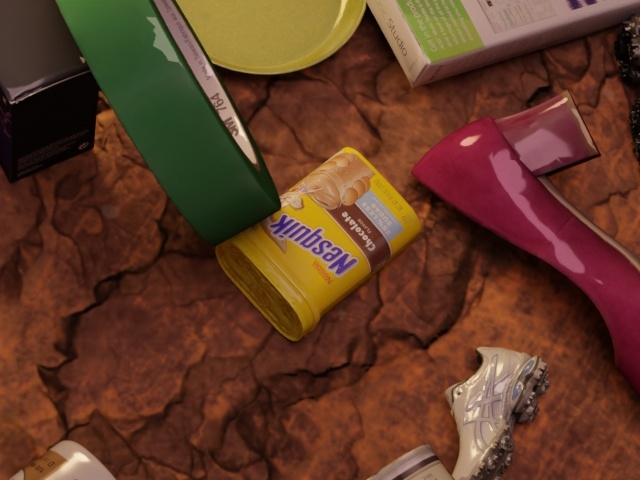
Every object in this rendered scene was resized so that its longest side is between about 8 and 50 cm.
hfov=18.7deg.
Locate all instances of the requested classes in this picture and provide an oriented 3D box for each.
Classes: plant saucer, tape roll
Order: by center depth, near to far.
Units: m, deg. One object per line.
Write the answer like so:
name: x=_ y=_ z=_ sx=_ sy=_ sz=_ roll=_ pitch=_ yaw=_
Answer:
tape roll: x=-0.146 y=-0.151 z=1.809 sx=0.077 sy=0.321 sz=0.321 roll=-29 pitch=74 yaw=4
plant saucer: x=-0.070 y=-0.273 z=2.035 sx=0.241 sy=0.037 sz=0.241 roll=5 pitch=66 yaw=-10

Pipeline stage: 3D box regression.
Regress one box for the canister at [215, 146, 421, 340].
canister: x=0.000 y=0.000 z=1.913 sx=0.170 sy=0.073 sz=0.126 roll=-38 pitch=78 yaw=-24

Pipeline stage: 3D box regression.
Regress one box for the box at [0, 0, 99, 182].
box: x=-0.315 y=-0.216 z=1.881 sx=0.103 sy=0.184 sz=0.261 roll=-25 pitch=73 yaw=-20

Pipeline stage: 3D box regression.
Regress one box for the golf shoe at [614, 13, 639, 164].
golf shoe: x=0.372 y=-0.150 z=2.049 sx=0.094 sy=0.077 sz=0.198 roll=0 pitch=68 yaw=-12

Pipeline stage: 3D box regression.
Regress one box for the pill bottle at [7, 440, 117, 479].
pill bottle: x=-0.275 y=0.290 z=1.702 sx=0.229 sy=0.131 sz=0.131 roll=-36 pitch=78 yaw=-22

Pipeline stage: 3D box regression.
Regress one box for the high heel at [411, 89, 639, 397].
high heel: x=0.241 y=0.048 z=1.946 sx=0.181 sy=0.127 sz=0.377 roll=-25 pitch=76 yaw=10

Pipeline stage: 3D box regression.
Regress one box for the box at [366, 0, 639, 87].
box: x=0.186 y=-0.308 z=2.070 sx=0.322 sy=0.058 sz=0.232 roll=-18 pitch=71 yaw=-27

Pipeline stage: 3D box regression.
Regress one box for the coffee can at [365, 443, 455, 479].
coffee can: x=0.102 y=0.348 z=1.714 sx=0.201 sy=0.201 sz=0.275 roll=-33 pitch=76 yaw=-22

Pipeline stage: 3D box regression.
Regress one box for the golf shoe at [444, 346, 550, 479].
golf shoe: x=0.152 y=0.180 z=1.882 sx=0.086 sy=0.069 sz=0.176 roll=21 pitch=60 yaw=20
